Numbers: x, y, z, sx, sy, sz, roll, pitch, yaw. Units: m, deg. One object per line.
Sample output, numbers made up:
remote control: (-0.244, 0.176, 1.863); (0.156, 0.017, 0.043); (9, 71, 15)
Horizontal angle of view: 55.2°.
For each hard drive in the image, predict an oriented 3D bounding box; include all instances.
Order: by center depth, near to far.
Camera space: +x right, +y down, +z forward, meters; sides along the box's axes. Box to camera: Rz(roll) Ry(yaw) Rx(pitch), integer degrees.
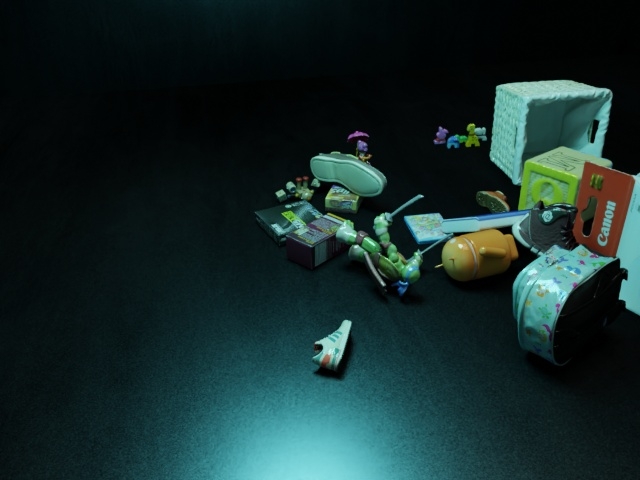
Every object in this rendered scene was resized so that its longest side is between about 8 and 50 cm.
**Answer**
hard drive: (0.553, -0.064, 1.822); (0.318, 0.040, 0.210); (-8, 2, -17)

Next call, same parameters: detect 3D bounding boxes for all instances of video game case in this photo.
video game case: (0.341, -0.038, 1.917); (0.119, 0.015, 0.166); (-5, 30, -7)

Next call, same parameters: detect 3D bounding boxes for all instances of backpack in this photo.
backpack: (0.543, 0.145, 1.375); (0.253, 0.225, 0.191); (-35, 39, -30)

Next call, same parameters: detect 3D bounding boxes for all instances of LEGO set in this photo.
LEGO set: (0.595, -0.443, 2.542); (0.227, 0.093, 0.087); (-5, 30, -6)

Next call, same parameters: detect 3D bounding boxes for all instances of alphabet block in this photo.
alphabet block: (0.778, -0.169, 1.953); (0.197, 0.193, 0.193); (-21, 33, -33)

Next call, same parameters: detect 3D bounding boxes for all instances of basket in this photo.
basket: (0.825, -0.405, 2.230); (0.330, 0.329, 0.266); (-6, 27, -6)

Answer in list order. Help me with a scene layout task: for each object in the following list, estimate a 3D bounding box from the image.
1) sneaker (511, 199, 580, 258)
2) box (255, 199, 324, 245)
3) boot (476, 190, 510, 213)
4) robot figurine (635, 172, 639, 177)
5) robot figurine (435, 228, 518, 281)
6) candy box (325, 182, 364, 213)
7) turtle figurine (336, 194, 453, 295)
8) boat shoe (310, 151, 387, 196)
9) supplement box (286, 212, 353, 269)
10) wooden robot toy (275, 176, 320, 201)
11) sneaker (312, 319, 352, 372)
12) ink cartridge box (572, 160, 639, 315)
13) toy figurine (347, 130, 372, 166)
sneaker: (0.651, 0.002, 1.603); (0.281, 0.163, 0.106); (43, 37, 21)
box: (-0.089, -0.060, 1.948); (0.184, 0.045, 0.190); (-13, 31, -24)
boot: (0.592, -0.126, 2.021); (0.084, 0.059, 0.158); (-6, 28, -17)
robot figurine: (0.991, -0.096, 1.797); (0.299, 0.200, 0.353); (18, 35, 28)
robot figurine: (0.425, 0.039, 1.659); (0.219, 0.128, 0.158); (-12, 31, -17)
candy box: (0.091, -0.158, 2.105); (0.109, 0.053, 0.187); (7, 32, 13)
turtle figurine: (0.195, 0.001, 1.667); (0.266, 0.275, 0.197); (19, 8, 42)
boat shoe: (0.107, -0.233, 2.074); (0.096, 0.117, 0.324); (-29, 34, -35)
supplement box: (0.000, 0.000, 1.799); (0.104, 0.081, 0.188); (23, 38, 36)
wooden robot toy: (-0.063, -0.168, 2.119); (0.173, 0.076, 0.079); (-15, 43, -21)
sneaker: (0.026, 0.233, 1.408); (0.075, 0.057, 0.161); (10, 34, 9)
ink cartridge box: (0.770, 0.005, 1.520); (0.091, 0.309, 0.385); (-18, 33, -28)
toy figurine: (0.147, -0.323, 2.285); (0.130, 0.159, 0.173); (-11, 31, -16)
